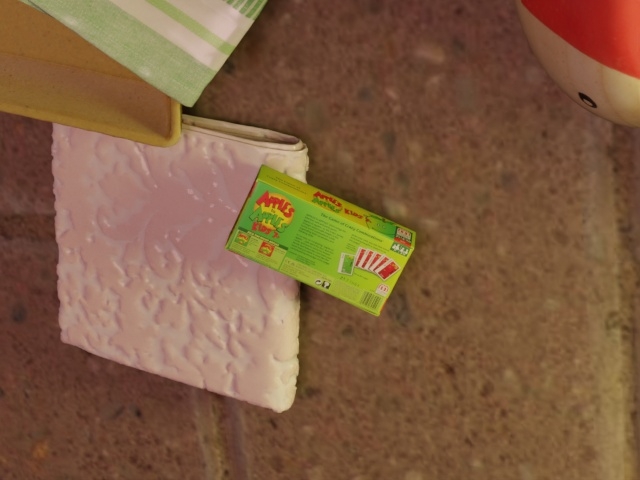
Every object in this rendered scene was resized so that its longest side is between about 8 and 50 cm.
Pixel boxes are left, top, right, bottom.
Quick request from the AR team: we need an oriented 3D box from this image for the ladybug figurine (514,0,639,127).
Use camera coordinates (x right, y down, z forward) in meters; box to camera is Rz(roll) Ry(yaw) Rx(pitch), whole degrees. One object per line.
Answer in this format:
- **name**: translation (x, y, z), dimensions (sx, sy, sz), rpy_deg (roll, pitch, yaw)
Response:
- **ladybug figurine**: translation (0.323, -0.281, 1.510), dimensions (0.305, 0.162, 0.449), rpy_deg (9, 122, -5)

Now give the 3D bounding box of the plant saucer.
- **plant saucer**: translation (-0.280, -0.292, 1.926), dimensions (0.333, 0.081, 0.332), rpy_deg (13, 119, 22)

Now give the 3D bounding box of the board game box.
- **board game box**: translation (0.000, 0.000, 1.902), dimensions (0.181, 0.043, 0.092), rpy_deg (24, 115, -5)

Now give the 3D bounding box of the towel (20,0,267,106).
- **towel**: translation (-0.143, -0.318, 1.772), dimensions (0.248, 0.038, 0.325), rpy_deg (32, 114, -14)

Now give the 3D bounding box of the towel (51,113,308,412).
- **towel**: translation (-0.161, 0.010, 2.030), dimensions (0.317, 0.053, 0.332), rpy_deg (15, 119, 23)
